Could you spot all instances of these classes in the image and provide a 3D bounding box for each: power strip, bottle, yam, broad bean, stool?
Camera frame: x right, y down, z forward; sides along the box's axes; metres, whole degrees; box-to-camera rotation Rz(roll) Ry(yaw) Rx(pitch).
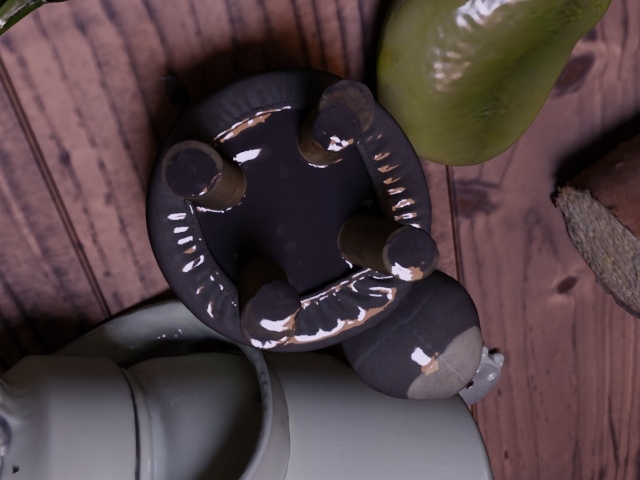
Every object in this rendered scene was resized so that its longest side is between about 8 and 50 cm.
[{"bbox_3d":[0.116,0.123,0.822,0.055,0.035,0.083,27,109,-38],"label":"power strip"},{"bbox_3d":[-0.079,0.155,0.647,0.351,0.229,0.229,13,119,-28],"label":"bottle"},{"bbox_3d":[0.297,-0.047,0.717,0.238,0.129,0.128,-31,97,-1],"label":"yam"},{"bbox_3d":[0.098,-0.121,0.590,0.124,0.082,0.174,15,118,-29],"label":"broad bean"},{"bbox_3d":[0.005,-0.008,0.555,0.228,0.139,0.153,22,89,-9],"label":"stool"}]

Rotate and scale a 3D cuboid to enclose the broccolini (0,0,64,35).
[{"bbox_3d":[-0.171,-0.108,0.513,0.218,0.044,0.042,-32,148,9],"label":"broccolini"}]
